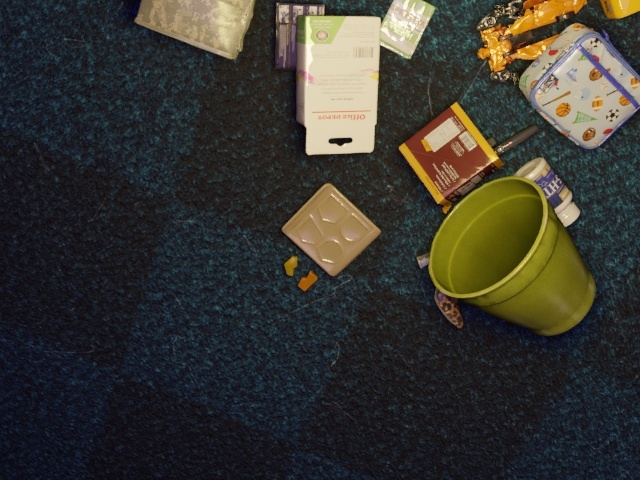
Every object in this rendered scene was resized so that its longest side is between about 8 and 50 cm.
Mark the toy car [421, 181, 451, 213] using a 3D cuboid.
[{"bbox_3d":[0.335,-0.140,1.966,0.040,0.060,0.122,-44,123,-24],"label":"toy car"}]

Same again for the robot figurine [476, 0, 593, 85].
[{"bbox_3d":[0.548,-0.529,1.764,0.290,0.085,0.211,-16,106,12],"label":"robot figurine"}]

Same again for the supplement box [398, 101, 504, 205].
[{"bbox_3d":[0.353,-0.226,1.835,0.194,0.129,0.191,-37,76,16],"label":"supplement box"}]

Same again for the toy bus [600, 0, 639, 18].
[{"bbox_3d":[0.707,-0.717,1.650,0.108,0.130,0.333,-20,105,14],"label":"toy bus"}]

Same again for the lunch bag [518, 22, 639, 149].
[{"bbox_3d":[0.672,-0.394,1.733,0.303,0.115,0.243,32,115,-29],"label":"lunch bag"}]

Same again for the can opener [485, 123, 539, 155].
[{"bbox_3d":[0.514,-0.267,1.873,0.186,0.059,0.073,-27,103,16],"label":"can opener"}]

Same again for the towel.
[{"bbox_3d":[0.224,-0.578,1.824,0.113,0.023,0.152,27,110,-3],"label":"towel"}]

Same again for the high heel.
[{"bbox_3d":[0.420,0.123,2.006,0.186,0.093,0.261,-25,99,16],"label":"high heel"}]

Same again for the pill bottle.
[{"bbox_3d":[0.625,-0.126,1.879,0.112,0.112,0.187,-40,100,18],"label":"pill bottle"}]

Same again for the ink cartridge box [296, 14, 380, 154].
[{"bbox_3d":[0.042,-0.416,1.823,0.207,0.119,0.354,-4,110,-15],"label":"ink cartridge box"}]

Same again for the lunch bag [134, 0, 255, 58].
[{"bbox_3d":[-0.307,-0.637,1.802,0.287,0.169,0.235,24,111,4],"label":"lunch bag"}]

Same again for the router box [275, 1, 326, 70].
[{"bbox_3d":[-0.055,-0.554,1.859,0.133,0.046,0.179,5,110,6],"label":"router box"}]

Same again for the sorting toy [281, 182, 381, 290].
[{"bbox_3d":[0.000,0.000,2.053,0.229,0.041,0.307,41,110,-12],"label":"sorting toy"}]

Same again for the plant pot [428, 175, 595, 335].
[{"bbox_3d":[0.548,0.075,1.840,0.353,0.366,0.366,35,112,-28],"label":"plant pot"}]
